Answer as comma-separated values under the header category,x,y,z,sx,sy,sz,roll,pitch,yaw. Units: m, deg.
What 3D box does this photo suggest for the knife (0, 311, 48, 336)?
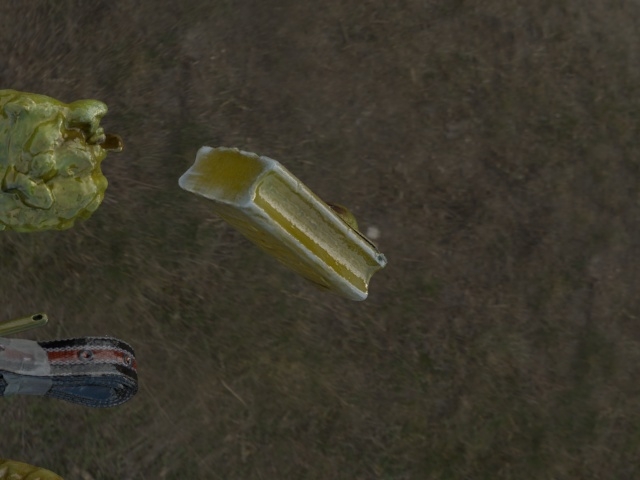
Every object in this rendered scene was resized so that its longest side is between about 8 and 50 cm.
category,x,y,z,sx,sy,sz,roll,pitch,yaw
knife,-0.664,0.176,1.784,0.342,0.027,0.061,-16,58,-27

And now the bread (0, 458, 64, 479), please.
category,x,y,z,sx,sy,sz,roll,pitch,yaw
bread,-0.472,0.348,1.360,0.269,0.098,0.087,8,118,9

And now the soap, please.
category,x,y,z,sx,sy,sz,roll,pitch,yaw
soap,-0.048,-0.025,1.374,0.274,0.173,0.089,40,76,-41

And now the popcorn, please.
category,x,y,z,sx,sy,sz,roll,pitch,yaw
popcorn,-0.437,-0.122,1.544,0.266,0.192,0.233,-29,84,-6

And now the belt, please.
category,x,y,z,sx,sy,sz,roll,pitch,yaw
belt,-0.459,0.198,1.543,0.359,0.094,0.126,5,127,-26

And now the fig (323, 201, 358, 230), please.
category,x,y,z,sx,sy,sz,roll,pitch,yaw
fig,-0.003,-0.011,1.773,0.152,0.136,0.121,6,97,-20
